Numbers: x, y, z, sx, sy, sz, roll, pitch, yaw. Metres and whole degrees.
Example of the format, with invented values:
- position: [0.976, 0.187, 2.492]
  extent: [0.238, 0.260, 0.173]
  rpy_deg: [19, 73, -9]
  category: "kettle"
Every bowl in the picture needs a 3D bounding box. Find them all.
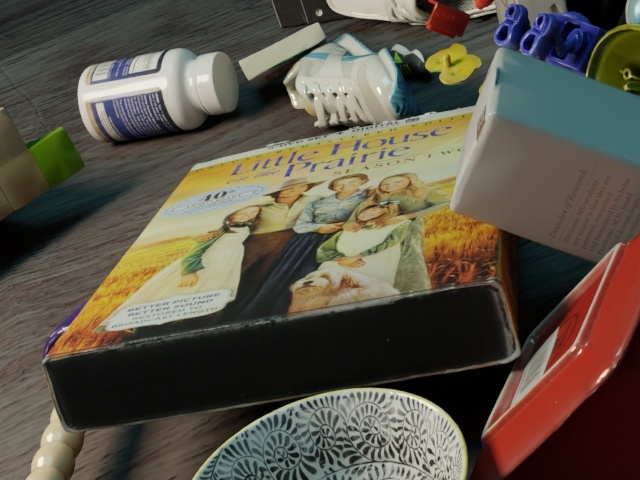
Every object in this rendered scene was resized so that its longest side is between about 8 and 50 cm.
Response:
- position: [0.010, 0.167, 0.710]
  extent: [0.170, 0.080, 0.170]
  rpy_deg: [-14, 28, 8]
  category: "bowl"

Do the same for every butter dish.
- position: [0.178, 0.092, 0.712]
  extent: [0.160, 0.118, 0.160]
  rpy_deg: [-54, 0, 42]
  category: "butter dish"

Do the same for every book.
- position: [-0.040, -0.209, 1.396]
  extent: [0.096, 0.035, 0.144]
  rpy_deg: [-27, 3, 3]
  category: "book"

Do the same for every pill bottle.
- position: [-0.184, -0.168, 1.425]
  extent: [0.169, 0.094, 0.094]
  rpy_deg: [-7, 30, 22]
  category: "pill bottle"

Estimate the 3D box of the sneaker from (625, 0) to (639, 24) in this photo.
- position: [0.380, -0.226, 1.058]
  extent: [0.319, 0.127, 0.208]
  rpy_deg: [-12, 5, 39]
  category: "sneaker"

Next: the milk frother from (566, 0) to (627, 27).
- position: [0.330, -0.298, 1.289]
  extent: [0.143, 0.135, 0.129]
  rpy_deg: [-36, 68, -20]
  category: "milk frother"

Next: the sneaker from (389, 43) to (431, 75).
- position: [0.093, -0.191, 1.368]
  extent: [0.035, 0.031, 0.083]
  rpy_deg: [-39, 27, -8]
  category: "sneaker"

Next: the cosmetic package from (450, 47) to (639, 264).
- position: [0.210, -0.038, 0.832]
  extent: [0.231, 0.085, 0.117]
  rpy_deg: [19, 32, 1]
  category: "cosmetic package"

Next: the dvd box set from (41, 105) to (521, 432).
- position: [0.000, 0.000, 0.964]
  extent: [0.307, 0.062, 0.420]
  rpy_deg: [-10, 19, 13]
  category: "dvd box set"

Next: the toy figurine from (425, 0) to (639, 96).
- position: [0.277, -0.173, 1.054]
  extent: [0.217, 0.191, 0.362]
  rpy_deg: [14, 12, -31]
  category: "toy figurine"

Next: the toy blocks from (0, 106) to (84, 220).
- position: [-0.468, -0.014, 1.271]
  extent: [0.381, 0.191, 0.261]
  rpy_deg: [-40, 23, -33]
  category: "toy blocks"

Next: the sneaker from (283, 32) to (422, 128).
- position: [0.033, -0.149, 1.277]
  extent: [0.092, 0.087, 0.228]
  rpy_deg: [-31, 22, -8]
  category: "sneaker"

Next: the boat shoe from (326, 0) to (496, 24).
- position: [0.119, -0.303, 1.475]
  extent: [0.277, 0.098, 0.096]
  rpy_deg: [-2, 31, 28]
  category: "boat shoe"

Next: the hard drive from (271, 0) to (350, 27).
- position: [0.127, -0.375, 1.640]
  extent: [0.339, 0.064, 0.237]
  rpy_deg: [-3, 31, 29]
  category: "hard drive"

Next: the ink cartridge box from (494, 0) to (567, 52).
- position: [0.223, -0.255, 1.331]
  extent: [0.052, 0.088, 0.122]
  rpy_deg: [-19, 28, 0]
  category: "ink cartridge box"

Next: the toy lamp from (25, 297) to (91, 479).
- position: [-0.184, 0.133, 0.898]
  extent: [0.080, 0.080, 0.275]
  rpy_deg: [-12, 28, 13]
  category: "toy lamp"
